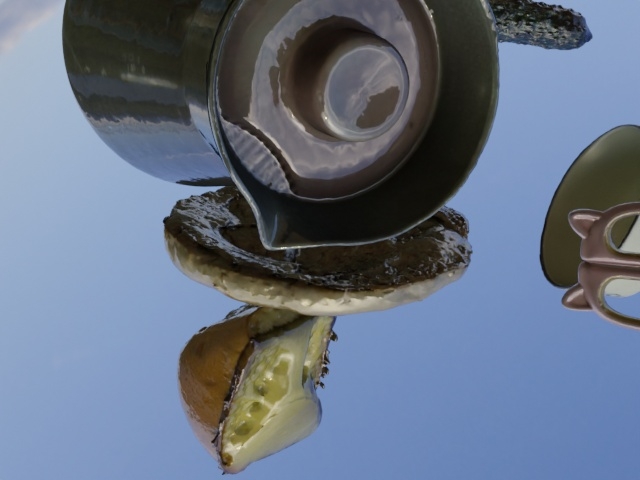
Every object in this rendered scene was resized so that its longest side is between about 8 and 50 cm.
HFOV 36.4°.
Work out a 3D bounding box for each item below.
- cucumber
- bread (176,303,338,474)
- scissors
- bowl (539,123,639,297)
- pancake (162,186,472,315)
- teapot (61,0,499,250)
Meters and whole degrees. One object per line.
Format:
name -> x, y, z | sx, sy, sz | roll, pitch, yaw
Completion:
cucumber -> 0.350, -0.407, 1.804 | 0.096, 0.359, 0.096 | -174, -90, -78
bread -> -0.089, 0.163, 1.232 | 0.162, 0.262, 0.204 | 30, -144, 27
scissors -> 0.382, 0.034, 0.879 | 0.317, 0.160, 0.024 | 7, -164, 20
bowl -> 0.410, -0.024, 1.293 | 0.238, 0.126, 0.238 | -61, -166, 26
pancake -> -0.001, 0.000, 1.203 | 0.386, 0.082, 0.387 | 2, -157, -1
teapot -> -0.029, -0.155, 0.730 | 0.300, 0.253, 0.344 | -59, -149, 1
